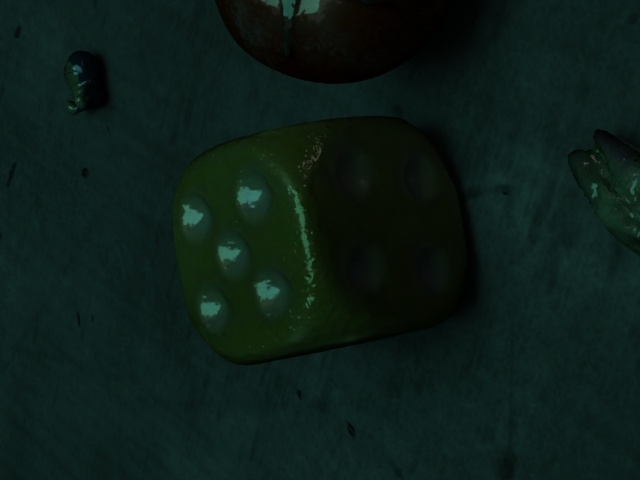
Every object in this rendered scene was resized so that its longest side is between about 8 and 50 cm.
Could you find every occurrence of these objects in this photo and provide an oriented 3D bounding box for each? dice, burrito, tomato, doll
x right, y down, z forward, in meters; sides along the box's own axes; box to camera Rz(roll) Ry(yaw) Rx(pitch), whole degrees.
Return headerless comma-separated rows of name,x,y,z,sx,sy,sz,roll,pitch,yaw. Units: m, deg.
dice,0.000,0.000,1.591,0.226,0.238,0.233,-16,84,45
burrito,0.347,0.001,1.367,0.309,0.066,0.096,40,116,34
tomato,0.017,-0.293,1.541,0.265,0.265,0.265,7,99,44
doll,-0.324,-0.214,2.023,0.076,0.050,0.083,-20,81,63
